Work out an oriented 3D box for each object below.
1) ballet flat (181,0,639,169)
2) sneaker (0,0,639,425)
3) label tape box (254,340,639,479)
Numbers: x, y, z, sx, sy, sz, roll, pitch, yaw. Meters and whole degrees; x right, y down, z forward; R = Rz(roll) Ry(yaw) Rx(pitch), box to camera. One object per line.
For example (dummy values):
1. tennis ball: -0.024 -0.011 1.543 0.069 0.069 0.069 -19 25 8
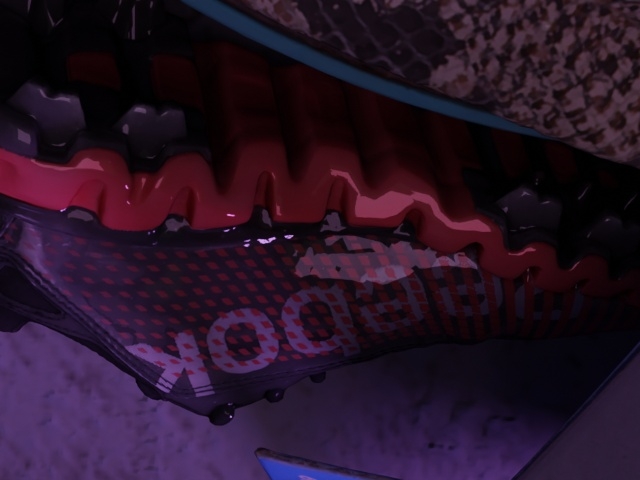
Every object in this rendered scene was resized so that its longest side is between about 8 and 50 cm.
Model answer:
1. ballet flat: 0.155 -0.081 0.553 0.483 0.164 0.182 27 139 -14
2. sneaker: 0.000 0.000 0.629 0.276 0.097 0.135 9 129 -16
3. label tape box: 0.170 0.097 0.578 0.334 0.240 0.106 15 70 15
